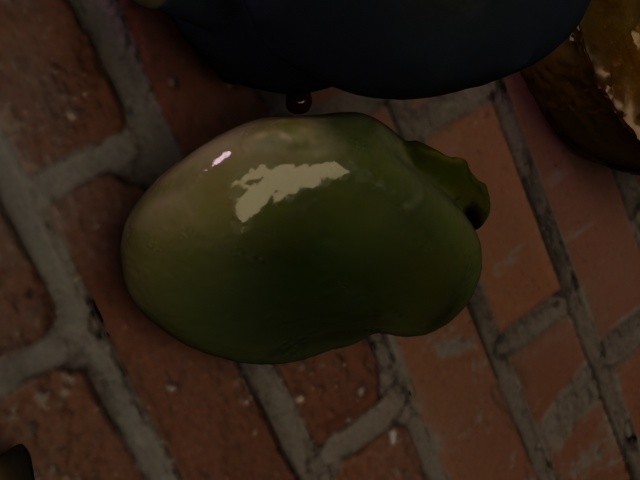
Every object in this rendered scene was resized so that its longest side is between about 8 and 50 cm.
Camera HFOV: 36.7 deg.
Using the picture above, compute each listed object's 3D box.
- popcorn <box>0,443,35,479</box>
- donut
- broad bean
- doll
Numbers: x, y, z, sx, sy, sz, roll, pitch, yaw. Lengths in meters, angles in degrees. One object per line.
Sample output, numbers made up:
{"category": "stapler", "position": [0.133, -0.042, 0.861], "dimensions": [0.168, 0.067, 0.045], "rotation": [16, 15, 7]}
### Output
{"category": "popcorn", "position": [-0.246, 0.177, 0.362], "dimensions": [0.382, 0.349, 0.349], "rotation": [-16, 100, -53]}
{"category": "donut", "position": [0.241, -0.170, 0.707], "dimensions": [0.272, 0.107, 0.272], "rotation": [2, 86, -29]}
{"category": "broad bean", "position": [0.000, 0.000, 0.562], "dimensions": [0.228, 0.100, 0.169], "rotation": [-17, 134, -21]}
{"category": "doll", "position": [0.016, -0.145, 0.495], "dimensions": [0.228, 0.258, 0.154], "rotation": [-17, 100, -30]}
